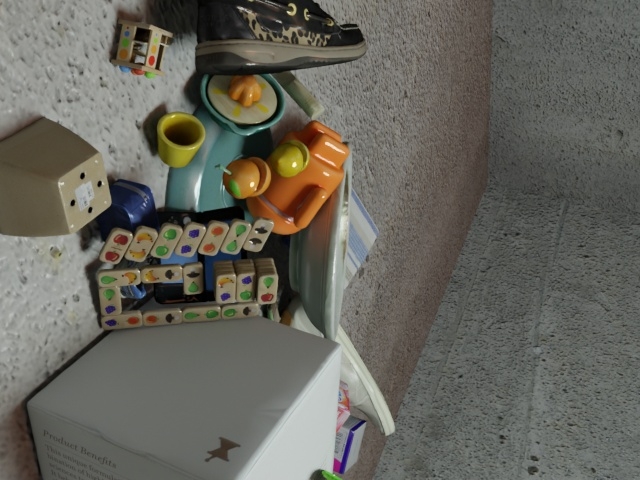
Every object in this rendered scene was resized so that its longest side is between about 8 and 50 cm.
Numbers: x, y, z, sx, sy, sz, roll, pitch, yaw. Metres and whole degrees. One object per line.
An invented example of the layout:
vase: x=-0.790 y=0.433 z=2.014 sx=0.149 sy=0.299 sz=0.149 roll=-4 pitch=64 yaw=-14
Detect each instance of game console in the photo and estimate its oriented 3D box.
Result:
game console: x=-0.185 y=0.021 z=1.113 sx=0.124 sy=0.085 sz=0.144 roll=0 pitch=81 yaw=-35

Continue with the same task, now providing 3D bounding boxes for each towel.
towel: x=0.030 y=-0.010 z=1.698 sx=0.209 sy=0.034 sz=0.285 roll=55 pitch=44 yaw=-22

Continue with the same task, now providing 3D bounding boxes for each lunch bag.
lunch bag: x=-0.265 y=-0.033 z=1.017 sx=0.065 sy=0.067 sz=0.098 roll=-53 pitch=152 yaw=-43

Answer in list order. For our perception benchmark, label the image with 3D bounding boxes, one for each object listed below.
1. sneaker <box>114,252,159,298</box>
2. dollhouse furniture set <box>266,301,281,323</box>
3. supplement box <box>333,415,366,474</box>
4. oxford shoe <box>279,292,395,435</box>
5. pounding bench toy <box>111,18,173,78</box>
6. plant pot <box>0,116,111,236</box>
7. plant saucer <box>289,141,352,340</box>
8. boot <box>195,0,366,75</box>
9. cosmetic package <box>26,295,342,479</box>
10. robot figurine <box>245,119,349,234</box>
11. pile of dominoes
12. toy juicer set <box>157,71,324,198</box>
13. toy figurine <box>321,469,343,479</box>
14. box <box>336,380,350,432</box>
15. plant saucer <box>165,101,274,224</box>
sneaker: x=-0.261 y=0.024 z=1.080 sx=0.052 sy=0.058 sz=0.135 roll=22 pitch=83 yaw=-69
dollhouse furniture set: x=-0.129 y=0.189 z=1.579 sx=0.152 sy=0.058 sz=0.076 roll=-78 pitch=163 yaw=-55
supplement box: x=-0.014 y=0.469 z=1.790 sx=0.114 sy=0.220 sz=0.111 roll=-1 pitch=106 yaw=-70
oxford shoe: x=0.039 y=0.304 z=1.739 sx=0.130 sy=0.169 sz=0.449 roll=-35 pitch=114 yaw=-4
pounding bench toy: x=-0.230 y=-0.250 z=0.975 sx=0.083 sy=0.052 sz=0.065 roll=-7 pitch=111 yaw=-68
plant pot: x=-0.307 y=-0.065 z=0.846 sx=0.109 sy=0.096 sz=0.109 roll=-51 pitch=149 yaw=-48
plant saucer: x=0.000 y=0.000 z=1.468 sx=0.400 sy=0.100 sz=0.400 roll=4 pitch=90 yaw=-85
boot: x=-0.061 y=-0.396 z=1.083 sx=0.377 sy=0.138 sz=0.284 roll=-23 pitch=109 yaw=-51
cosmetic package: x=-0.185 y=0.348 z=1.119 sx=0.327 sy=0.329 sz=0.394 roll=-45 pitch=145 yaw=-52
robot figurine: x=-0.045 y=-0.102 z=1.273 sx=0.219 sy=0.158 sz=0.128 roll=-51 pitch=168 yaw=19
pile of dominoes: x=-0.187 y=0.059 z=1.032 sx=0.040 sy=0.251 sz=0.196 roll=-109 pitch=-160 yaw=-46
toy juicer set: x=-0.090 y=-0.202 z=1.140 sx=0.329 sy=0.209 sz=0.089 roll=-58 pitch=180 yaw=-37
toy figurine: x=0.032 y=0.461 z=1.096 sx=0.159 sy=0.173 sz=0.130 roll=-57 pitch=145 yaw=-11
box: x=-0.050 y=0.420 z=1.635 sx=0.257 sy=0.122 sz=0.128 roll=-57 pitch=-169 yaw=17
plant saucer: x=-0.159 y=-0.104 z=1.273 sx=0.317 sy=0.043 sz=0.317 roll=-49 pitch=147 yaw=-48
